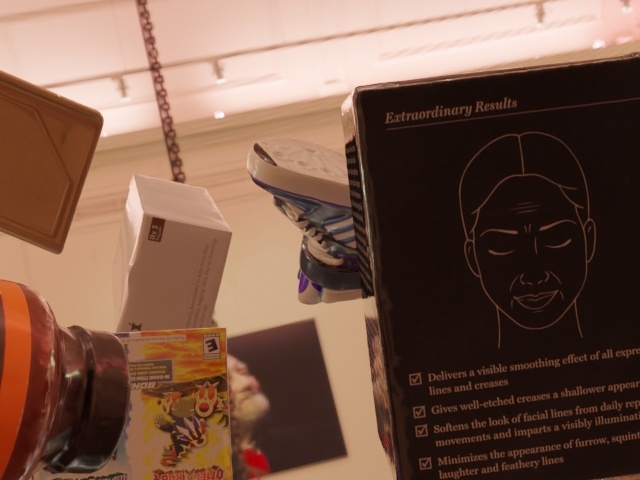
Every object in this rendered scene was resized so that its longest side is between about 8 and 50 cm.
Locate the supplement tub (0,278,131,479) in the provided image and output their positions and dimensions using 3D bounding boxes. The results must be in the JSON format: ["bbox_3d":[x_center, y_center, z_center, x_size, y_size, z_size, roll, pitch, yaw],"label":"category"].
[{"bbox_3d":[-0.186,0.060,0.370,0.198,0.106,0.106,13,-29,-36],"label":"supplement tub"}]

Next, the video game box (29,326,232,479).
[{"bbox_3d":[-0.189,0.181,0.838,0.205,0.186,0.048,-3,-6,-10],"label":"video game box"}]

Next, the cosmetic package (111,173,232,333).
[{"bbox_3d":[-0.278,0.023,1.554,0.156,0.217,0.385,11,13,-18],"label":"cosmetic package"}]

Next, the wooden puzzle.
[{"bbox_3d":[-0.430,-0.118,1.198,0.221,0.044,0.238,23,-65,-4],"label":"wooden puzzle"}]

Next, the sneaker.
[{"bbox_3d":[0.000,0.000,1.210,0.323,0.130,0.236,8,-61,-40],"label":"sneaker"}]

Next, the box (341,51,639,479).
[{"bbox_3d":[0.190,0.030,0.884,0.294,0.395,0.212,-7,5,-2],"label":"box"}]
